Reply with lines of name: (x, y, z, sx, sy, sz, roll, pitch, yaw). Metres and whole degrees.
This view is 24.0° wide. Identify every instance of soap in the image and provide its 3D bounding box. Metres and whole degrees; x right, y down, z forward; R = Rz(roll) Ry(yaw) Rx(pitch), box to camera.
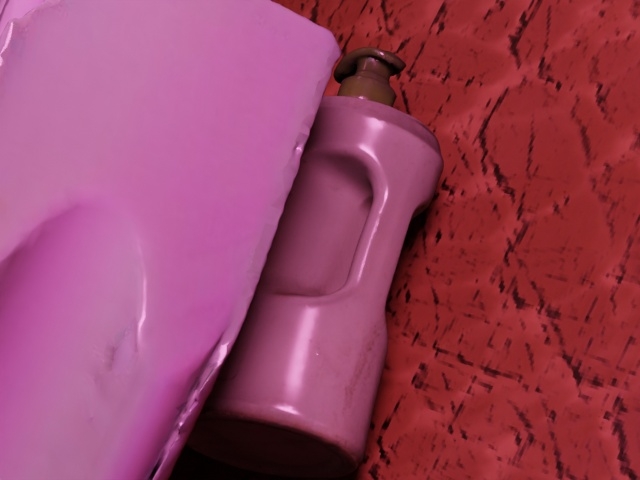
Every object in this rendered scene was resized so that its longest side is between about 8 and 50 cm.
soap: (-0.161, 0.064, 0.747, 0.446, 0.156, 0.261, -63, 18, 4)

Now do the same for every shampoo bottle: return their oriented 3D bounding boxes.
shampoo bottle: (0.000, 0.000, 0.785, 0.118, 0.087, 0.234, -10, 55, 47)
